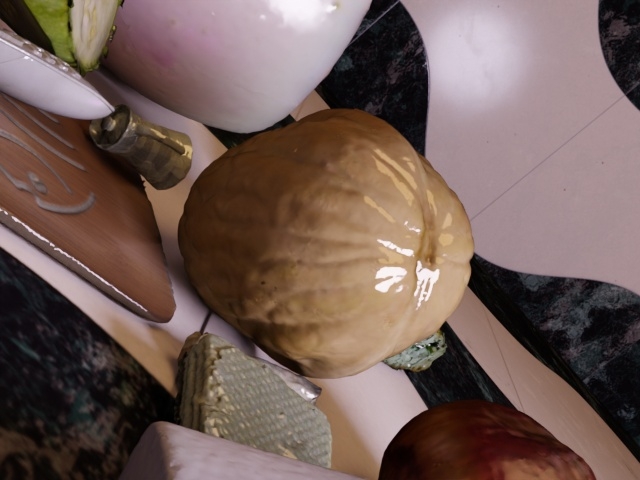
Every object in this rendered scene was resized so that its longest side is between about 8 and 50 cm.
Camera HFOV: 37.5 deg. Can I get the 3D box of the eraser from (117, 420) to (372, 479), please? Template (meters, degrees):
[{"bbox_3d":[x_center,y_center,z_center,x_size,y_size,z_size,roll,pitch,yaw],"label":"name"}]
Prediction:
[{"bbox_3d":[0.038,0.189,0.432,0.270,0.095,0.174,20,26,-20],"label":"eraser"}]

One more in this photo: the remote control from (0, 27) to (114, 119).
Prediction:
[{"bbox_3d":[-0.242,-0.137,0.677,0.073,0.044,0.229,38,8,37],"label":"remote control"}]

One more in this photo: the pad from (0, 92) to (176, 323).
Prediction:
[{"bbox_3d":[-0.226,-0.084,0.712,0.286,0.018,0.284,40,14,-37],"label":"pad"}]

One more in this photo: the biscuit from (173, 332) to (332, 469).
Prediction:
[{"bbox_3d":[-0.037,0.152,0.564,0.121,0.040,0.199,42,22,-27],"label":"biscuit"}]

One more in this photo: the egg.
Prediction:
[{"bbox_3d":[-0.152,-0.331,1.006,0.340,0.354,0.354,25,24,-32],"label":"egg"}]

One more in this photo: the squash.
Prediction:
[{"bbox_3d":[-0.296,-0.252,0.766,0.260,0.189,0.189,13,16,-3],"label":"squash"}]

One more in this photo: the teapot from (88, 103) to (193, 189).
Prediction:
[{"bbox_3d":[-0.154,-0.084,0.818,0.083,0.067,0.057,29,67,-43],"label":"teapot"}]

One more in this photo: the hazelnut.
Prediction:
[{"bbox_3d":[0.133,0.215,0.750,0.178,0.178,0.204,43,5,-32],"label":"hazelnut"}]

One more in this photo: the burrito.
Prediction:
[{"bbox_3d":[-0.045,0.114,0.714,0.171,0.042,0.051,31,39,-46],"label":"burrito"}]

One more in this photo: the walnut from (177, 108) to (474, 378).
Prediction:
[{"bbox_3d":[0.000,0.000,0.791,0.261,0.225,0.225,12,-22,48],"label":"walnut"}]

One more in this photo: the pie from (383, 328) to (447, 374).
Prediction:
[{"bbox_3d":[0.046,0.022,1.199,0.355,0.103,0.288,37,23,-55],"label":"pie"}]
